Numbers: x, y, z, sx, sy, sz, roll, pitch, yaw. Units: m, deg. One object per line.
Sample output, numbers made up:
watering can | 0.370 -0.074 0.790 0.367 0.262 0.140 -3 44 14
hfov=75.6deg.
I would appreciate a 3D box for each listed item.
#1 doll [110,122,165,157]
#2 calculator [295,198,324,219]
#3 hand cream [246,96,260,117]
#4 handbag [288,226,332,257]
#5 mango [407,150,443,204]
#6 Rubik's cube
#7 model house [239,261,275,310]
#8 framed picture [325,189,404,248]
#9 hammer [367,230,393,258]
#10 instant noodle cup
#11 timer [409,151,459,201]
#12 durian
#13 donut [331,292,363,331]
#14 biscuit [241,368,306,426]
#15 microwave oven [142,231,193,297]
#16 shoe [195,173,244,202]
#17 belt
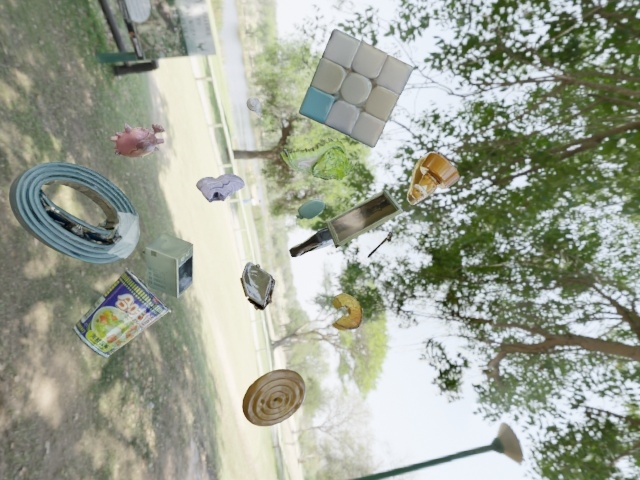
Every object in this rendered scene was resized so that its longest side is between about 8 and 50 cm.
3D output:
doll | -0.825 -0.451 1.875 0.211 0.262 0.093 29 36 -59
calculator | -0.048 -0.139 1.888 0.095 0.153 0.021 36 31 -36
hand cream | -0.267 -0.531 1.640 0.084 0.053 0.142 46 -6 -11
handbag | 0.000 0.000 1.851 0.247 0.223 0.080 -30 -91 50
mango | 0.465 -0.274 1.838 0.316 0.119 0.176 111 -18 -56
Rubik's cube | 0.145 -0.625 1.725 0.346 0.347 0.344 -62 -176 20
model house | -0.360 0.269 2.334 0.219 0.200 0.229 -61 171 -27
framed picture | 0.142 -0.082 1.411 0.014 0.253 0.197 58 7 -29
hammer | 0.262 0.028 1.852 0.178 0.021 0.065 -47 -168 33
instant noodle cup | -0.852 0.319 1.757 0.284 0.312 0.284 39 -19 16
timer | 0.362 -0.195 1.375 0.132 0.152 0.132 43 0 0
durian | 0.029 -0.262 1.361 0.107 0.375 0.132 -19 -102 41
donut | 0.118 0.329 1.842 0.078 0.146 0.181 126 -29 -44
biscuit | -0.171 0.604 1.565 0.037 0.262 0.261 38 -43 56
microwave oven | -0.688 0.109 1.880 0.145 0.194 0.240 -55 163 -51
shoe | -0.484 -0.254 2.062 0.137 0.245 0.095 60 -37 27
belt | -0.878 -0.097 1.506 0.436 0.173 0.300 46 62 -38
